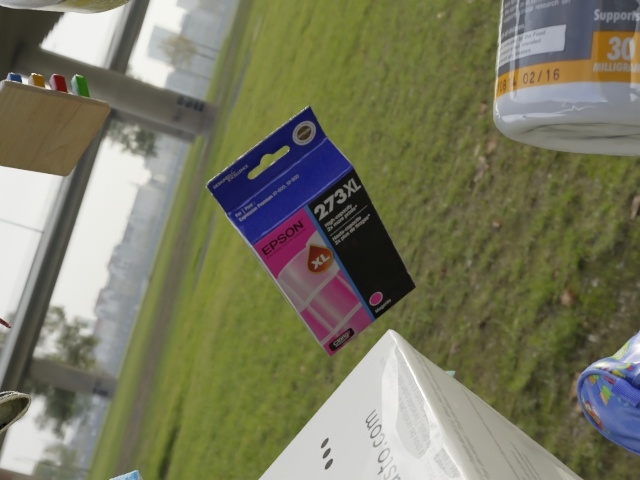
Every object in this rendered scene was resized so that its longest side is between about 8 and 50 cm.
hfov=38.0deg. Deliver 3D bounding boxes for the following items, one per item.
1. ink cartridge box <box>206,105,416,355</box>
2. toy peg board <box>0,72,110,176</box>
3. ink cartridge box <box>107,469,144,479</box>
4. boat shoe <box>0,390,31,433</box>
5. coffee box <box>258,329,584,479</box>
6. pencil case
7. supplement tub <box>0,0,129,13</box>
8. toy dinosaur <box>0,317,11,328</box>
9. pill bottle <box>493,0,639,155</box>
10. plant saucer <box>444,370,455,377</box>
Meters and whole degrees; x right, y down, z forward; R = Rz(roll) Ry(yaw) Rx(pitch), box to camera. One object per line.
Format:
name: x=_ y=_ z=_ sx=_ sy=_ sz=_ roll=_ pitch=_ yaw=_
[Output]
ink cartridge box: x=0.000 y=0.000 z=1.310 sx=0.176 sy=0.371 sz=0.069 roll=-38 pitch=43 yaw=-7
toy peg board: x=-0.423 y=-0.184 z=1.370 sx=0.161 sy=0.161 sz=0.079 roll=-47 pitch=50 yaw=36
ink cartridge box: x=-0.226 y=0.295 z=0.940 sx=0.052 sy=0.123 sz=0.088 roll=-113 pitch=6 yaw=-50
boat shoe: x=-0.382 y=0.209 z=1.027 sx=0.043 sy=0.049 sz=0.137 roll=-14 pitch=13 yaw=38
coffee box: x=0.082 y=0.322 z=0.504 sx=0.334 sy=0.338 sz=0.337 roll=-50 pitch=13 yaw=8
pencil case: x=0.426 y=0.104 z=1.058 sx=0.306 sy=0.119 sz=0.133 roll=-40 pitch=-38 yaw=-21
supplement tub: x=-0.359 y=-0.442 z=1.297 sx=0.331 sy=0.241 sz=0.241 roll=-55 pitch=-15 yaw=-76
toy dinosaur: x=-0.408 y=0.064 z=1.067 sx=0.047 sy=0.090 sz=0.082 roll=-98 pitch=2 yaw=-54
pill bottle: x=0.209 y=-0.205 z=0.641 sx=0.162 sy=0.162 sz=0.278 roll=174 pitch=101 yaw=-79
plant saucer: x=0.169 y=0.248 z=1.446 sx=0.119 sy=0.021 sz=0.119 roll=-56 pitch=-7 yaw=-10
